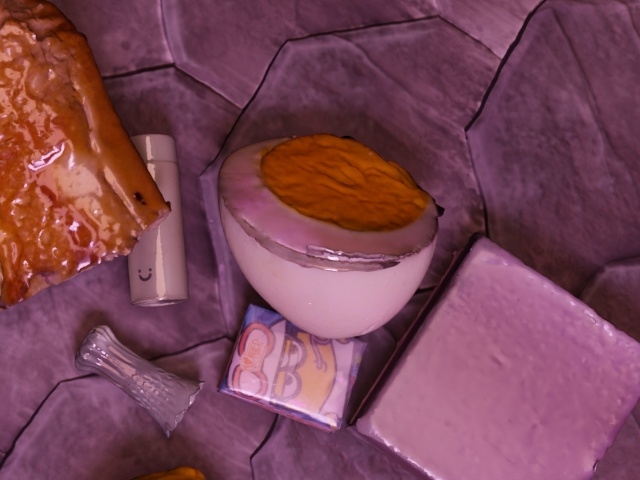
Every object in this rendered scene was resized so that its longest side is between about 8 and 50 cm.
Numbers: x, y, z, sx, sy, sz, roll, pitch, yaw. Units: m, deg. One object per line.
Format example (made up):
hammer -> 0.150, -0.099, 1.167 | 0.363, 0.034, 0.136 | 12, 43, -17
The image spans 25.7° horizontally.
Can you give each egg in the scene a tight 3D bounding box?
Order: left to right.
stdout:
egg -> -0.003, 0.001, 1.674 | 0.264, 0.174, 0.286 | -10, 42, -31

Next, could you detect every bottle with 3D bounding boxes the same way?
bottle -> -0.201, -0.024, 1.697 | 0.072, 0.072, 0.202 | -5, 83, -10

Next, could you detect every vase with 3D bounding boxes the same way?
vase -> -0.219, 0.161, 1.668 | 0.148, 0.081, 0.081 | 34, 78, 0

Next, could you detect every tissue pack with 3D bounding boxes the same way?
tissue pack -> -0.034, 0.156, 1.702 | 0.155, 0.065, 0.116 | 20, 77, -7

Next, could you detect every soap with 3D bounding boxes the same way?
soap -> 0.224, 0.186, 1.719 | 0.285, 0.107, 0.296 | 36, 77, -3

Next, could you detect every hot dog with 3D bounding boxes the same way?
hot dog -> -0.404, -0.103, 1.598 | 0.367, 0.196, 0.365 | -25, 97, 7

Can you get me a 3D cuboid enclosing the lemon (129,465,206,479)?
lemon -> -0.186, 0.380, 1.576 | 0.204, 0.204, 0.260 | 22, 69, -6
